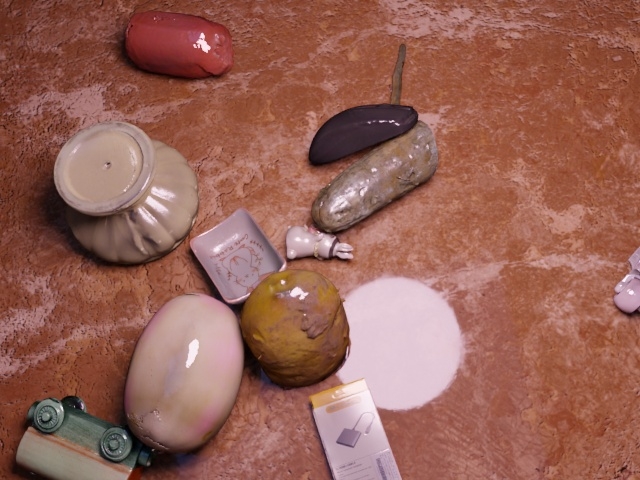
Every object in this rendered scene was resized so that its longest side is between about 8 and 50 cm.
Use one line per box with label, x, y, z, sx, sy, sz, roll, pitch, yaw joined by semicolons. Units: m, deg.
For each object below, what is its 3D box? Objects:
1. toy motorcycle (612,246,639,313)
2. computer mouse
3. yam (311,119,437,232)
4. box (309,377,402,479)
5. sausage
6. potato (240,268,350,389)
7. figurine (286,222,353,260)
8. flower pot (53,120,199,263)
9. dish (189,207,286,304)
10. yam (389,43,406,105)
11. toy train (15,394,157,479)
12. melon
toy motorcycle;0.706;0.049;1.361;0.254;0.112;0.112;-43;73;-12
computer mouse;0.084;-0.257;1.473;0.269;0.137;0.086;-19;111;18
yam;0.121;-0.130;1.437;0.330;0.133;0.133;-35;72;-17
box;0.074;0.413;1.315;0.129;0.033;0.247;-18;70;-2
sausage;-0.346;-0.474;1.601;0.279;0.152;0.152;12;72;11
potato;-0.052;0.156;1.298;0.229;0.266;0.229;-2;67;5
figurine;-0.001;-0.007;1.444;0.146;0.081;0.098;-2;70;3
flower pot;-0.429;-0.115;1.428;0.307;0.244;0.307;-1;69;3
dish;-0.171;0.045;1.420;0.151;0.077;0.212;-33;53;-9
yam;0.185;-0.378;1.595;0.027;0.029;0.234;16;68;-19
toy train;-0.473;0.423;1.316;0.285;0.116;0.177;19;85;10
melon;-0.266;0.261;1.293;0.223;0.223;0.317;13;72;8
